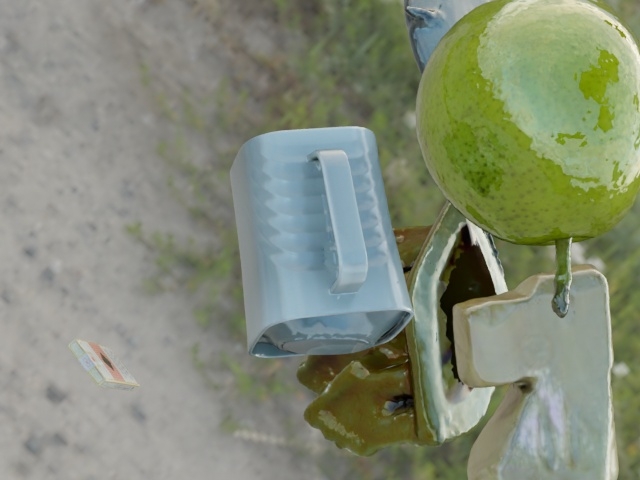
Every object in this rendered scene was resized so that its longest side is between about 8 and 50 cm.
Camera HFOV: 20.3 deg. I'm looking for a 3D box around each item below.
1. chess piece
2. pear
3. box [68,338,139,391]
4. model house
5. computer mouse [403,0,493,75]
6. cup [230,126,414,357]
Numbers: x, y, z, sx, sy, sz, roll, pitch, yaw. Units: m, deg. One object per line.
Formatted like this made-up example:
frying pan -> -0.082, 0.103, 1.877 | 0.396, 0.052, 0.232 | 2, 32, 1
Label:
chess piece -> 0.176, 0.168, 1.391 | 0.137, 0.137, 0.301 | -27, 118, -56
pear -> 0.151, -0.057, 1.186 | 0.180, 0.166, 0.216 | 97, -19, -86
box -> -0.184, 0.107, 1.523 | 0.046, 0.012, 0.083 | 51, 6, 15
model house -> 0.064, 0.105, 1.873 | 0.173, 0.239, 0.268 | 55, 43, -24
computer mouse -> 0.202, -0.147, 1.790 | 0.371, 0.122, 0.188 | 22, 43, -36
cup -> 0.000, 0.000, 1.088 | 0.095, 0.128, 0.129 | -6, 73, -13
